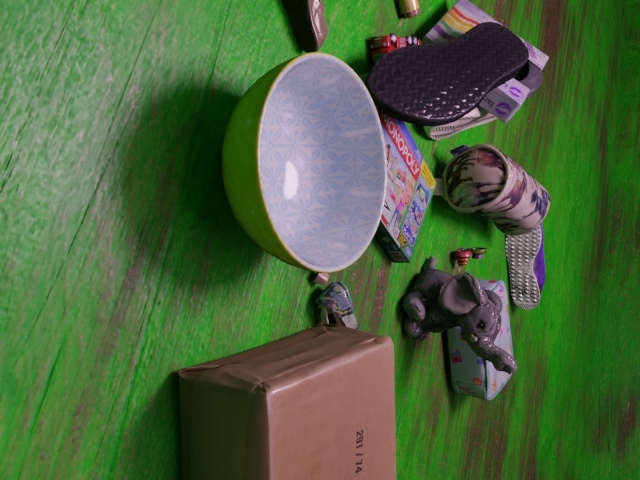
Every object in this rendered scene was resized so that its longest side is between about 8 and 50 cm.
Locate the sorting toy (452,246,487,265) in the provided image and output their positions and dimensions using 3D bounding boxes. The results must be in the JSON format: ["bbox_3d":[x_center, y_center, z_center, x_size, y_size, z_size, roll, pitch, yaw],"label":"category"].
[{"bbox_3d":[0.368,0.042,1.452,0.101,0.061,0.042,-6,97,-30],"label":"sorting toy"}]

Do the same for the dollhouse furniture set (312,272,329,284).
[{"bbox_3d":[0.000,0.000,1.000,0.081,0.091,0.114,29,32,-7],"label":"dollhouse furniture set"}]

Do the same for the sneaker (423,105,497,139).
[{"bbox_3d":[0.334,-0.340,1.364,0.350,0.131,0.148,-24,88,-45],"label":"sneaker"}]

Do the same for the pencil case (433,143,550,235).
[{"bbox_3d":[0.440,-0.115,1.450,0.410,0.183,0.160,14,85,-55],"label":"pencil case"}]

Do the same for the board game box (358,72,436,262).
[{"bbox_3d":[0.125,-0.132,1.133,0.317,0.046,0.214,50,53,-41],"label":"board game box"}]

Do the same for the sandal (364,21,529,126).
[{"bbox_3d":[0.249,-0.302,1.127,0.445,0.107,0.168,-29,73,-35],"label":"sandal"}]

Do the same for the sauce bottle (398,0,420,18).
[{"bbox_3d":[0.171,-0.521,1.187,0.042,0.042,0.128,-46,127,-43],"label":"sauce bottle"}]

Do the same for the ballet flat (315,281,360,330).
[{"bbox_3d":[0.037,0.158,1.021,0.070,0.070,0.189,-48,126,-41],"label":"ballet flat"}]

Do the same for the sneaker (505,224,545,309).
[{"bbox_3d":[0.637,0.051,1.791,0.146,0.102,0.294,-24,115,-55],"label":"sneaker"}]

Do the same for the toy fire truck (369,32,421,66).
[{"bbox_3d":[0.168,-0.342,1.184,0.192,0.047,0.136,-19,107,-51],"label":"toy fire truck"}]

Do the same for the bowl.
[{"bbox_3d":[-0.044,-0.101,0.814,0.289,0.155,0.290,-1,91,-53],"label":"bowl"}]

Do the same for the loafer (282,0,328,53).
[{"bbox_3d":[-0.024,-0.375,0.923,0.050,0.056,0.148,-48,137,-42],"label":"loafer"}]

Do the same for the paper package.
[{"bbox_3d":[-0.034,0.312,0.830,0.309,0.168,0.325,-7,97,-52],"label":"paper package"}]

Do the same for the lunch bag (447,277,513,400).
[{"bbox_3d":[0.404,0.244,1.465,0.224,0.107,0.280,-26,112,-53],"label":"lunch bag"}]

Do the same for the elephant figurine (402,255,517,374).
[{"bbox_3d":[0.308,0.148,1.222,0.169,0.239,0.186,-26,111,-50],"label":"elephant figurine"}]

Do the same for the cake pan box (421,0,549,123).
[{"bbox_3d":[0.368,-0.407,1.309,0.266,0.070,0.246,38,53,3],"label":"cake pan box"}]
